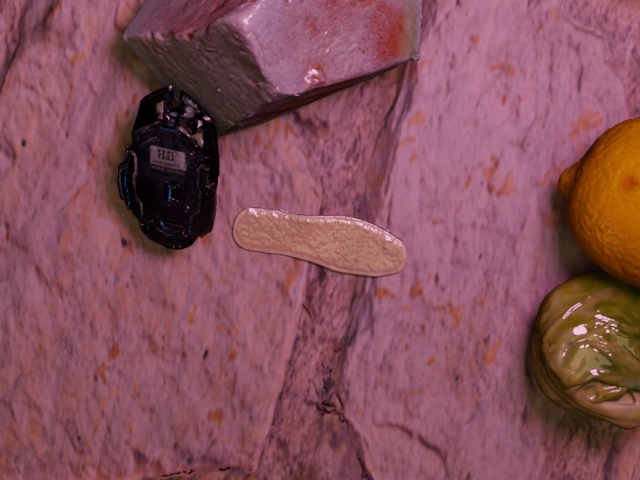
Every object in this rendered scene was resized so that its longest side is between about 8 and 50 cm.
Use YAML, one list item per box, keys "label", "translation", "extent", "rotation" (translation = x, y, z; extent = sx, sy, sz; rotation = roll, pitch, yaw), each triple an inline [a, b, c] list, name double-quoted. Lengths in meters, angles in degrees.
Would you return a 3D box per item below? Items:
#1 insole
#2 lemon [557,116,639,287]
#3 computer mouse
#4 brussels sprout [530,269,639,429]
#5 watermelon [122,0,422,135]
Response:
- label: "insole"
  translation: [0.000, 0.000, 1.476]
  extent: [0.248, 0.011, 0.081]
  rotation: [10, 102, -3]
- label: "lemon"
  translation: [0.439, -0.047, 1.362]
  extent: [0.254, 0.228, 0.228]
  rotation: [16, 102, 4]
- label: "computer mouse"
  translation: [-0.195, -0.096, 1.404]
  extent: [0.147, 0.077, 0.241]
  rotation: [14, 122, 9]
- label: "brussels sprout"
  translation: [0.392, 0.146, 1.445]
  extent: [0.223, 0.161, 0.223]
  rotation: [0, 90, -21]
- label: "watermelon"
  translation: [-0.060, -0.259, 1.294]
  extent: [0.387, 0.258, 0.228]
  rotation: [-13, 99, 6]
